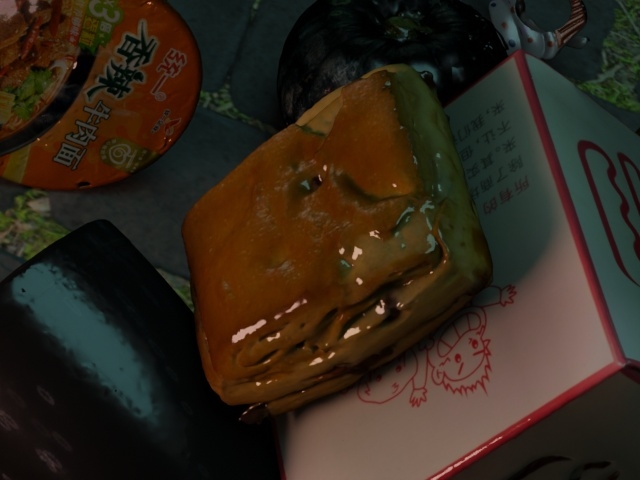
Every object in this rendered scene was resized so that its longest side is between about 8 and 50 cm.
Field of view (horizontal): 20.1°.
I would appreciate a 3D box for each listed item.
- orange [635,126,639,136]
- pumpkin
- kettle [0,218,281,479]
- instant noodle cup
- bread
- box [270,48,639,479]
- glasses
[{"bbox_3d":[0.365,-0.087,1.858,0.095,0.085,0.085,43,47,21],"label":"orange"},{"bbox_3d":[0.073,-0.149,1.734,0.233,0.163,0.233,6,40,-5],"label":"pumpkin"},{"bbox_3d":[-0.124,0.146,1.368,0.290,0.207,0.268,44,22,6],"label":"kettle"},{"bbox_3d":[-0.230,-0.188,1.615,0.230,0.230,0.182,6,39,-18],"label":"instant noodle cup"},{"bbox_3d":[0.000,0.000,1.277,0.099,0.235,0.210,32,33,-38],"label":"bread"},{"bbox_3d":[0.159,0.100,1.363,0.300,0.314,0.312,30,35,-38],"label":"box"},{"bbox_3d":[0.177,-0.252,1.954,0.162,0.095,0.255,-27,61,-8],"label":"glasses"}]
